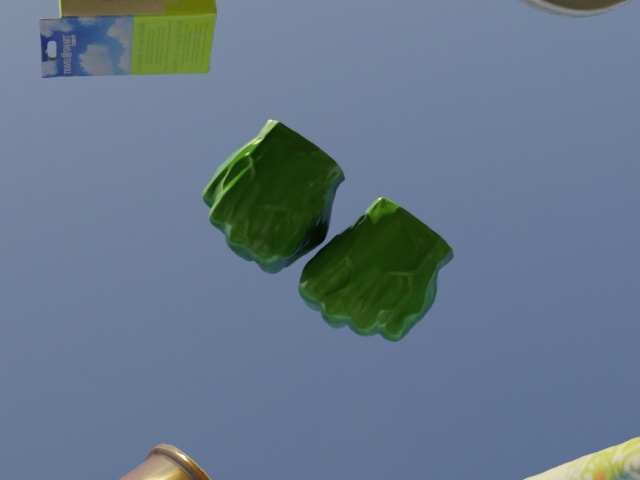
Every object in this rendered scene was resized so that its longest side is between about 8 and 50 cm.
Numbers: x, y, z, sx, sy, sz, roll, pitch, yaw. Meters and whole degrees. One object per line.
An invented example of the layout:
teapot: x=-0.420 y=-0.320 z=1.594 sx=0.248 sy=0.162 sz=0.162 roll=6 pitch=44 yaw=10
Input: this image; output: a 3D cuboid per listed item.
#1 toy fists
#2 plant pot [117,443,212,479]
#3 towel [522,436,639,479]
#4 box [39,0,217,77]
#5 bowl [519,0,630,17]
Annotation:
toy fists: x=0.000 y=0.000 z=1.469 sx=0.279 sy=0.096 sz=0.142 roll=37 pitch=-104 yaw=12
plant pot: x=-0.122 y=0.223 z=0.759 sx=0.165 sy=0.167 sz=0.167 roll=-26 pitch=-115 yaw=-25
towel: x=0.249 y=0.309 z=1.018 sx=0.090 sy=0.374 sz=0.320 roll=4 pitch=-111 yaw=-25
box: x=-0.201 y=-0.216 z=1.423 sx=0.178 sy=0.109 sz=0.042 roll=-3 pitch=-118 yaw=-11
bowl: x=0.088 y=-0.270 z=0.791 sx=0.134 sy=0.298 sz=0.298 roll=-1 pitch=-134 yaw=45
